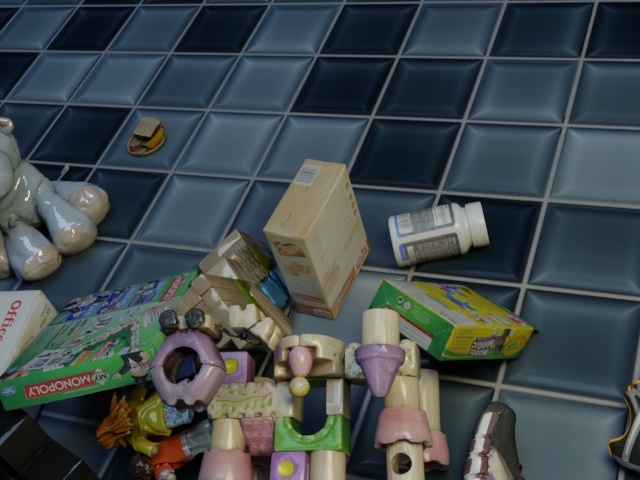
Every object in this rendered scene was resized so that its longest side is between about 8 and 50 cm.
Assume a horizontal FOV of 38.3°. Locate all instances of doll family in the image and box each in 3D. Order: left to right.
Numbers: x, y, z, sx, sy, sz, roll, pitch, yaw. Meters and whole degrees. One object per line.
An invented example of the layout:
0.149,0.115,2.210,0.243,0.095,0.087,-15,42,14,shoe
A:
-0.227,0.203,1.243,0.163,0.118,0.263,-24,36,8,doll family

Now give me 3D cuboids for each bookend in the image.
-0.378,0.289,1.216,0.157,0.156,0.072,22,59,32,bookend

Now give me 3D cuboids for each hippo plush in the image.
-0.506,-0.101,1.556,0.234,0.236,0.294,-10,47,10,hippo plush

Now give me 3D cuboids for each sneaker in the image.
0.232,0.325,1.027,0.163,0.106,0.281,8,61,17,sneaker
0.406,0.183,1.098,0.083,0.084,0.215,9,53,31,sneaker

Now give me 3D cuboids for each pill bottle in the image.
0.174,-0.011,1.354,0.137,0.078,0.078,-12,47,8,pill bottle

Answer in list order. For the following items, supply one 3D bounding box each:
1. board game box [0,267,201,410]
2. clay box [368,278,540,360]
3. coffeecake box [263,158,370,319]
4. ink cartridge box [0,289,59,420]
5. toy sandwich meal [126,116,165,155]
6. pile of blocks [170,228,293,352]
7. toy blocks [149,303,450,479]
-0.294,0.130,1.300,0.214,0.046,0.317,-12,15,7,board game box
0.180,0.104,1.197,0.127,0.222,0.053,34,106,39,clay box
0.000,0.000,1.328,0.068,0.185,0.142,11,53,26,coffeecake box
-0.550,0.190,1.390,0.283,0.117,0.207,-3,48,17,ink cartridge box
-0.327,-0.195,1.724,0.086,0.029,0.085,-10,47,10,toy sandwich meal
-0.125,0.097,1.290,0.113,0.149,0.362,-42,7,12,pile of blocks
-0.014,0.244,1.037,0.289,0.309,0.260,-5,64,14,toy blocks
